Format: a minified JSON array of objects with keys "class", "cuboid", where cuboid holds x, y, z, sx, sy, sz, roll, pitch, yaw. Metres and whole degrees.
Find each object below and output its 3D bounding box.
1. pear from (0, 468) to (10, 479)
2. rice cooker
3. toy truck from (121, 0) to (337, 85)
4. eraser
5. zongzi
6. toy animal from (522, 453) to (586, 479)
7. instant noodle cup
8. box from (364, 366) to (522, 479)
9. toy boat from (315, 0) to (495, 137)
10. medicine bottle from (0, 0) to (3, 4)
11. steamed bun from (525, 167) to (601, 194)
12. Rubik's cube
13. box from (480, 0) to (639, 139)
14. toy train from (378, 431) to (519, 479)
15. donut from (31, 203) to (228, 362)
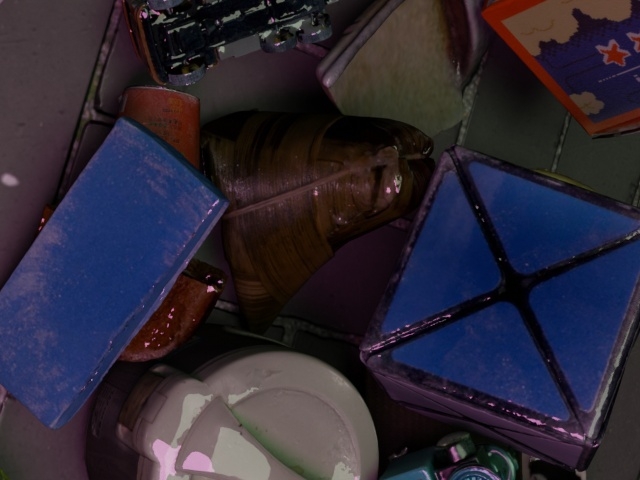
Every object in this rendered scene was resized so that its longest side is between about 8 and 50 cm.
[{"class":"pear","cuboid":[-0.419,0.302,1.155,0.286,0.176,0.282,-49,134,-7]},{"class":"rice cooker","cuboid":[-0.100,0.232,1.299,0.288,0.277,0.288,-3,95,-29]},{"class":"toy truck","cuboid":[-0.096,-0.268,1.333,0.257,0.140,0.108,-23,122,-17]},{"class":"eraser","cuboid":[-0.233,0.035,1.226,0.144,0.043,0.312,40,104,13]},{"class":"zongzi","cuboid":[0.000,0.000,1.343,0.134,0.286,0.288,-18,110,-51]},{"class":"toy animal","cuboid":[0.243,0.355,1.557,0.156,0.204,0.208,33,63,-55]},{"class":"instant noodle cup","cuboid":[-0.184,-0.096,1.311,0.127,0.127,0.135,9,83,-30]},{"class":"box","cuboid":[0.149,0.281,1.439,0.143,0.184,0.273,48,41,-68]},{"class":"toy boat","cuboid":[0.110,-0.236,1.444,0.293,0.111,0.276,-59,141,-14]},{"class":"medicine bottle","cuboid":[-0.412,-0.295,1.082,0.253,0.241,0.252,-4,98,-29]},{"class":"steamed bun","cuboid":[0.248,0.027,1.535,0.273,0.166,0.232,1,78,-13]},{"class":"Rubik's cube","cuboid":[0.213,0.084,1.276,0.259,0.260,0.255,-64,163,-10]},{"class":"box","cuboid":[0.425,-0.359,1.452,0.257,0.319,0.348,42,50,-28]},{"class":"toy train","cuboid":[0.147,0.312,1.271,0.163,0.112,0.203,-22,88,16]},{"class":"donut","cuboid":[-0.210,0.048,1.287,0.217,0.085,0.141,29,102,12]}]
